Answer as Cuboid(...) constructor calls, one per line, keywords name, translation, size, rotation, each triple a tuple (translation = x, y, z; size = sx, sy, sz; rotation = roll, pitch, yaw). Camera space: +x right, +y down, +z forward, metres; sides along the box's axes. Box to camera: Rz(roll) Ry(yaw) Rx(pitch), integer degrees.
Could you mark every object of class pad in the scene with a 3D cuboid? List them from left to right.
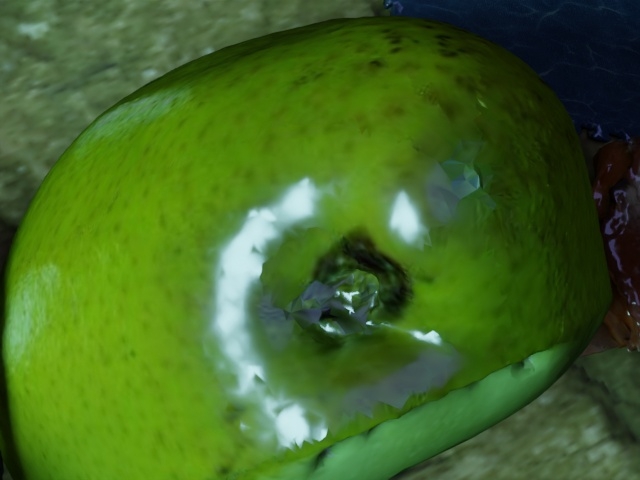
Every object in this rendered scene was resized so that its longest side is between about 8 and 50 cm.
Cuboid(name="pad", translation=(0.176, -0.194, 1.120), size=(0.270, 0.012, 0.269), rotation=(12, 74, -14))

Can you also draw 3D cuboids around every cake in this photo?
Cuboid(name="cake", translation=(0.277, -0.015, 1.062), size=(0.287, 0.098, 0.135), rotation=(-13, 82, -19))

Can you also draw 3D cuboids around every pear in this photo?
Cuboid(name="pear", translation=(0.000, 0.000, 0.863), size=(0.342, 0.318, 0.238), rotation=(-23, 90, -23))

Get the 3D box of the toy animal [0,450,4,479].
Cuboid(name="toy animal", translation=(-0.208, 0.041, 0.861), size=(0.073, 0.217, 0.176), rotation=(-23, 120, -6))
